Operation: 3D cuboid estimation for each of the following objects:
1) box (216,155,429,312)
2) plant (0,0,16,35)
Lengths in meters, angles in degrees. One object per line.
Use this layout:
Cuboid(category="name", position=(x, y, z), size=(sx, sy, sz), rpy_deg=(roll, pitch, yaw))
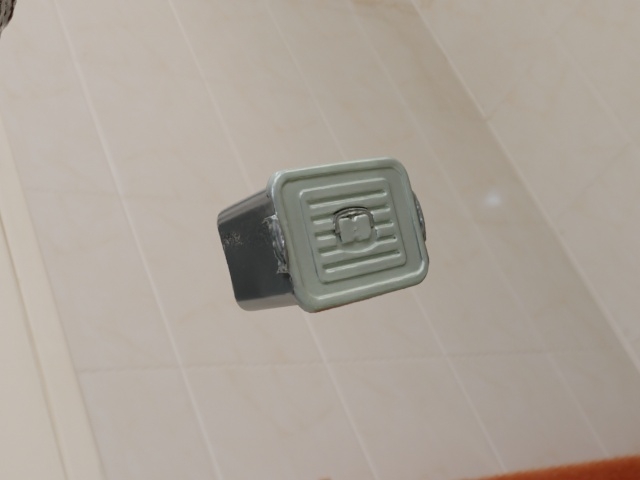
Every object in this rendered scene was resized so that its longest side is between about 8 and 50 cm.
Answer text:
Cuboid(category="box", position=(0.000, 0.000, 0.628), size=(0.122, 0.084, 0.069), rpy_deg=(-10, -5, -43))
Cuboid(category="plant", position=(-0.410, -0.319, 1.088), size=(0.194, 0.320, 0.181), rpy_deg=(12, -13, -8))
